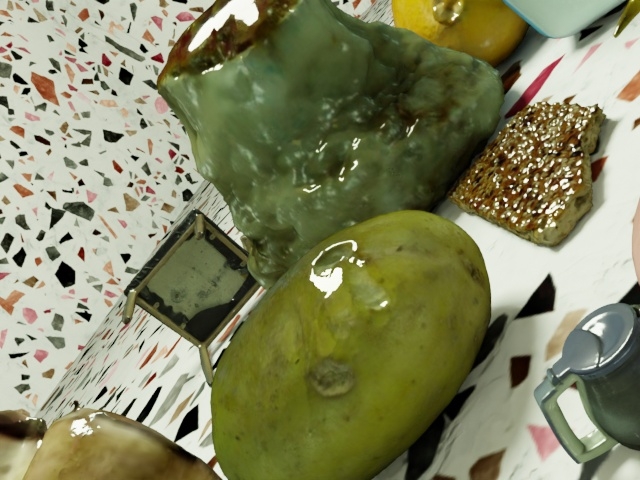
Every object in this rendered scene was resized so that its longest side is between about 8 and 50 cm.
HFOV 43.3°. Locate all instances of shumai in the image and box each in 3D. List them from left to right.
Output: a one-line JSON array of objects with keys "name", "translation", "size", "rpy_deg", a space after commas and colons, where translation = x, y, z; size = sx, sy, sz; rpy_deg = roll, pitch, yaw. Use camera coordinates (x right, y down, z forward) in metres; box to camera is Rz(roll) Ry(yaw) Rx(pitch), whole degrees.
[{"name": "shumai", "translation": [-0.017, -0.150, 0.942], "size": [0.397, 0.323, 0.324], "rpy_deg": [-28, 26, 47]}]

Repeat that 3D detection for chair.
[{"name": "chair", "translation": [-0.178, 0.068, 1.200], "size": [0.188, 0.166, 0.272], "rpy_deg": [-49, 14, 2]}]

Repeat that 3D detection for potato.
[{"name": "potato", "translation": [0.018, 0.084, 0.590], "size": [0.228, 0.148, 0.197], "rpy_deg": [-44, 0, 34]}]

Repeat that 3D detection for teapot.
[{"name": "teapot", "translation": [0.146, 0.070, 0.399], "size": [0.088, 0.057, 0.066], "rpy_deg": [-46, 13, 13]}]

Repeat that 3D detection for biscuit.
[{"name": "biscuit", "translation": [0.188, -0.068, 0.703], "size": [0.131, 0.026, 0.237], "rpy_deg": [-51, 13, 3]}]

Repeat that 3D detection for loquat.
[{"name": "loquat", "translation": [0.182, -0.307, 1.039], "size": [0.176, 0.187, 0.234], "rpy_deg": [-10, 21, 21]}]

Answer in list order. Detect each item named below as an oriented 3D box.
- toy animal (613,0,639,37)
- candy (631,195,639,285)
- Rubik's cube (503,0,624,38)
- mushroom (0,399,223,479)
[{"name": "toy animal", "translation": [0.276, -0.183, 0.606], "size": [0.219, 0.095, 0.155], "rpy_deg": [28, 75, 45]}, {"name": "candy", "translation": [0.242, -0.038, 0.303], "size": [0.255, 0.094, 0.255], "rpy_deg": [-46, 14, 15]}, {"name": "Rubik's cube", "translation": [0.274, -0.473, 0.836], "size": [0.352, 0.347, 0.352], "rpy_deg": [-40, 16, 36]}, {"name": "mushroom", "translation": [-0.256, 0.357, 0.670], "size": [0.313, 0.224, 0.397], "rpy_deg": [-14, 42, 44]}]
